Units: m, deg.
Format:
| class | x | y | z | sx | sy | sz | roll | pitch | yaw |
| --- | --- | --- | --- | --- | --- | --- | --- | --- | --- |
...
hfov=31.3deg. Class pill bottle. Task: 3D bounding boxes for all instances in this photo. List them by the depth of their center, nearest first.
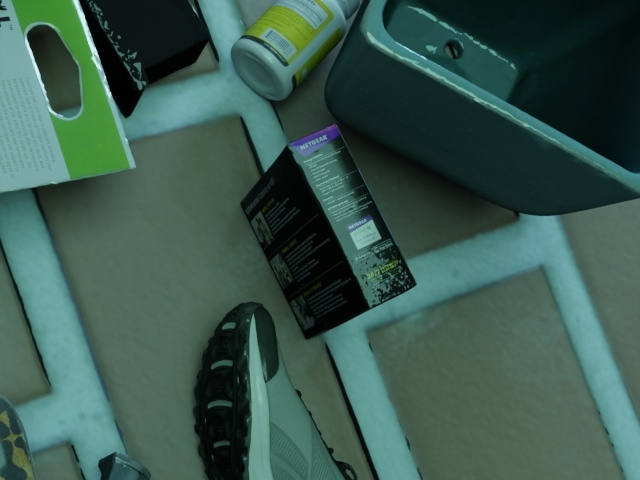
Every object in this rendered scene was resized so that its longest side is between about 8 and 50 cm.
| class | x | y | z | sx | sy | sz | roll | pitch | yaw |
| --- | --- | --- | --- | --- | --- | --- | --- | --- | --- |
| pill bottle | -0.018 | -0.181 | 0.989 | 0.065 | 0.065 | 0.116 | 43 | 69 | -4 |

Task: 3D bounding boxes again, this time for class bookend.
| class | x | y | z | sx | sy | sz | roll | pitch | yaw |
| --- | --- | --- | --- | --- | --- | --- | --- | --- | --- |
| bookend | -0.132 | -0.213 | 0.956 | 0.157 | 0.072 | 0.156 | -31 | 89 | -22 |

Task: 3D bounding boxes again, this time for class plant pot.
| class | x | y | z | sx | sy | sz | roll | pitch | yaw |
| --- | --- | --- | --- | --- | --- | --- | --- | --- | --- |
| plant pot | 0.139 | -0.162 | 0.934 | 0.247 | 0.252 | 0.248 | 27 | 71 | -11 |

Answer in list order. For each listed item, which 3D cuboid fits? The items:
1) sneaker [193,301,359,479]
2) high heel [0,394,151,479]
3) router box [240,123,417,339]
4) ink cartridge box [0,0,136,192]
| class | x | y | z | sx | sy | sz | roll | pitch | yaw |
| --- | --- | --- | --- | --- | --- | --- | --- | --- | --- |
| sneaker | -0.026 | 0.180 | 0.895 | 0.108 | 0.100 | 0.271 | -11 | 87 | -29 |
| high heel | -0.261 | 0.198 | 0.789 | 0.261 | 0.093 | 0.186 | 26 | 56 | -12 |
| router box | 0.000 | 0.000 | 0.891 | 0.046 | 0.179 | 0.133 | -25 | 86 | -19 |
| ink cartridge box | -0.293 | -0.092 | 0.850 | 0.255 | 0.097 | 0.188 | -14 | 75 | -28 |
